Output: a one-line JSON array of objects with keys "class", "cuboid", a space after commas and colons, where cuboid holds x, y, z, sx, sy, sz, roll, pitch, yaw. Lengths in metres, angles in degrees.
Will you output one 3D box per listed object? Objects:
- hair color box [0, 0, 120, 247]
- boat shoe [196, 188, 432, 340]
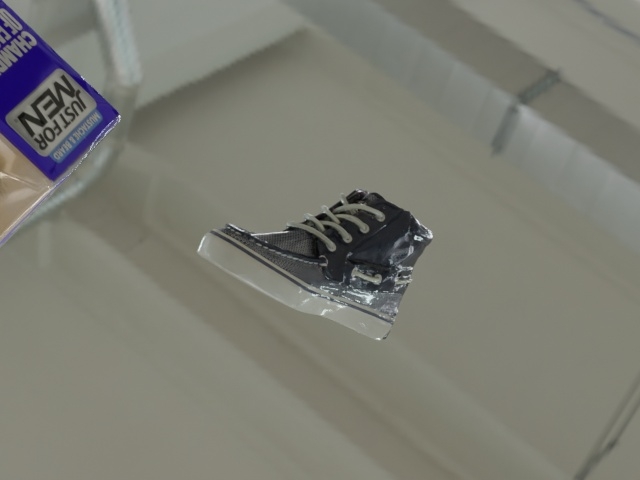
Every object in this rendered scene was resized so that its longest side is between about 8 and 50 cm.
[{"class": "hair color box", "cuboid": [-0.320, -0.125, 1.046, 0.339, 0.185, 0.110, 43, -145, -9]}, {"class": "boat shoe", "cuboid": [0.000, 0.000, 1.854, 0.127, 0.158, 0.340, 29, -178, 34]}]
